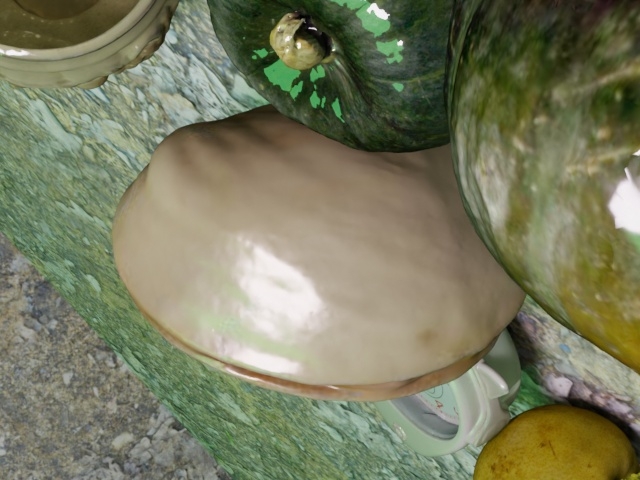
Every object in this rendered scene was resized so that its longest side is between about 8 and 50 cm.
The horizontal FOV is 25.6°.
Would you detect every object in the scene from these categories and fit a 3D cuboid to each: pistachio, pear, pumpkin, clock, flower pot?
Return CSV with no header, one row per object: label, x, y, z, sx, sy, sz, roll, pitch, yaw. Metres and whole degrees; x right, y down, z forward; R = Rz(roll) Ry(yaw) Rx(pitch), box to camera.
pistachio,0.000,0.000,1.502,0.445,0.365,0.281,11,146,4
pear,0.290,0.303,1.749,0.209,0.209,0.209,35,157,17
pumpkin,0.035,-0.206,1.239,0.300,0.207,0.300,27,148,19
clock,0.140,0.139,1.773,0.265,0.108,0.324,59,157,-3
pumpkin,0.287,-0.073,0.772,0.454,0.454,0.344,29,134,29
flower pot,-0.285,-0.304,1.516,0.307,0.307,0.244,42,174,-1

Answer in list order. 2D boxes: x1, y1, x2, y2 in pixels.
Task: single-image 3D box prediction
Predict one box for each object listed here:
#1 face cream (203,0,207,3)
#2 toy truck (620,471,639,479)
face cream,-0.021,-0.227,1.441,0.214,0.096,0.096,39,158,7
toy truck,0.472,0.360,1.633,0.272,0.157,0.124,59,170,-18
